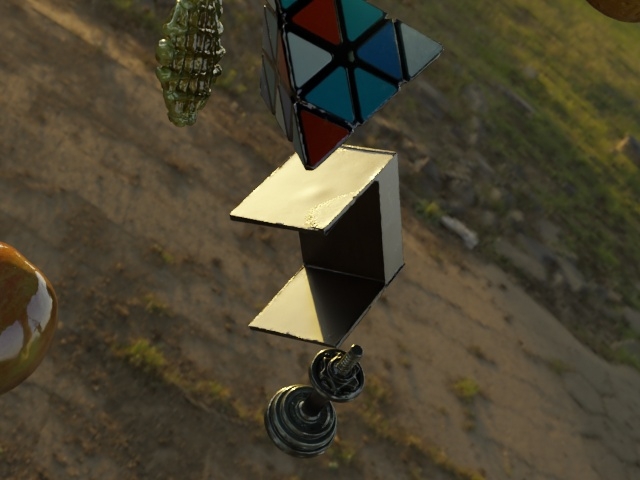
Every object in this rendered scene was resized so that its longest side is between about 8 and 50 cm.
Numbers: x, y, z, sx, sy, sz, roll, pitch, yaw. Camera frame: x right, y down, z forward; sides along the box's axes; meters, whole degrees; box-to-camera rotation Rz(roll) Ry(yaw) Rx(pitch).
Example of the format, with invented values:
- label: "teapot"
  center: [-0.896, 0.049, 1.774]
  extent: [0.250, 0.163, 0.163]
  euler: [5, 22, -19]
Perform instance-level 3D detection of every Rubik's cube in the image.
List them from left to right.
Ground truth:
- label: "Rubik's cube"
  center: [0.060, -0.214, 1.283]
  extent: [0.234, 0.284, 0.250]
  euler: [-9, 57, -11]

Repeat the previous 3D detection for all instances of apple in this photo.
- label: "apple"
  center: [-0.411, 0.093, 1.173]
  extent: [0.188, 0.188, 0.174]
  euler: [40, 67, 0]

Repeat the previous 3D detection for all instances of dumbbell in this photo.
- label: "dumbbell"
  center: [0.001, 0.209, 1.329]
  extent: [0.110, 0.254, 0.110]
  euler: [12, 52, -16]

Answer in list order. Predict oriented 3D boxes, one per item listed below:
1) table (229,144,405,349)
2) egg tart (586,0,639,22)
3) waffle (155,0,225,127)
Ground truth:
- label: "table"
  center: [0.000, 0.000, 1.720]
  extent: [0.196, 0.250, 0.282]
  euler: [12, 37, 26]
- label: "egg tart"
  center: [0.400, -0.370, 1.188]
  extent: [0.215, 0.171, 0.215]
  euler: [14, 57, -22]
- label: "waffle"
  center: [-0.160, -0.238, 1.236]
  extent: [0.036, 0.183, 0.169]
  euler: [16, 64, 10]
